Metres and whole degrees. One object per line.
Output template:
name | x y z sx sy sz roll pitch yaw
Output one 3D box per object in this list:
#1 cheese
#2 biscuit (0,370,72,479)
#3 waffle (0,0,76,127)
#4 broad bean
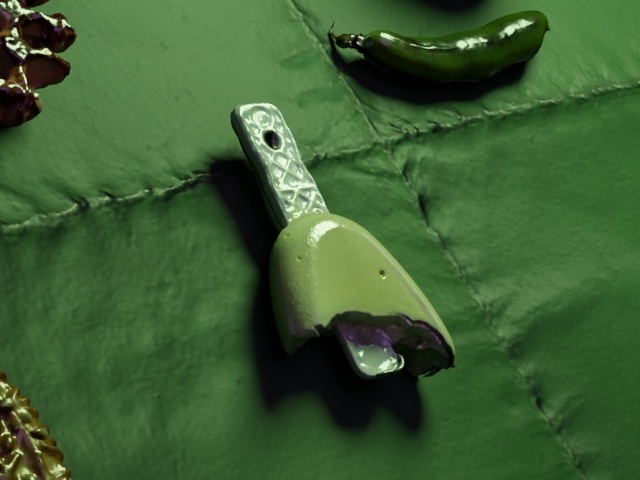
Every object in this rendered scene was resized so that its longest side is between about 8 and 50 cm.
cheese | 0.000 0.000 1.315 0.127 0.050 0.235 -8 64 -37
biscuit | -0.268 0.154 1.027 0.305 0.038 0.305 18 49 -22
waffle | -0.281 -0.156 1.245 0.234 0.055 0.221 38 46 4
broad bean | 0.112 -0.161 1.522 0.227 0.039 0.069 -6 55 -36
